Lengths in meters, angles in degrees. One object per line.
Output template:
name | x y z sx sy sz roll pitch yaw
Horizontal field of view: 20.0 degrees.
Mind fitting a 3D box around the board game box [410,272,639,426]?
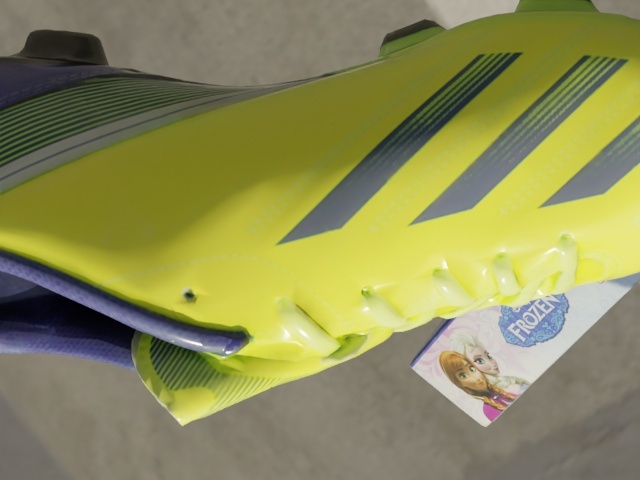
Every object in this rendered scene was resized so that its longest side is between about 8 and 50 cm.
board game box | 0.208 -0.078 1.043 0.066 0.318 0.318 38 146 3

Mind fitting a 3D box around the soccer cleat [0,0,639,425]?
soccer cleat | 0.000 0.001 0.501 0.289 0.121 0.093 -2 145 5
